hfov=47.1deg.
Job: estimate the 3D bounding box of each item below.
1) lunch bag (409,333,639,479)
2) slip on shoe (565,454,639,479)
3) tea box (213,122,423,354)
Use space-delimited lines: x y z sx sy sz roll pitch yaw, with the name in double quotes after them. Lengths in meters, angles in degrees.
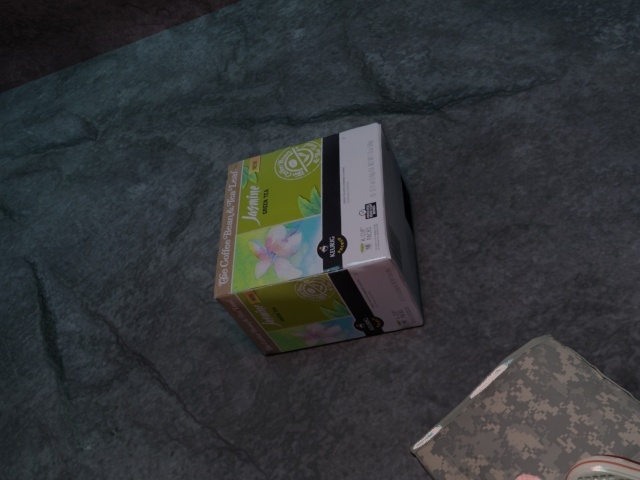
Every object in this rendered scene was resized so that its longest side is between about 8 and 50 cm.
0.312 0.294 1.013 0.287 0.169 0.235 -42 44 -5 "lunch bag"
0.430 0.319 0.880 0.101 0.332 0.123 -93 27 -56 "slip on shoe"
0.000 0.000 1.377 0.324 0.220 0.328 -15 48 16 "tea box"
